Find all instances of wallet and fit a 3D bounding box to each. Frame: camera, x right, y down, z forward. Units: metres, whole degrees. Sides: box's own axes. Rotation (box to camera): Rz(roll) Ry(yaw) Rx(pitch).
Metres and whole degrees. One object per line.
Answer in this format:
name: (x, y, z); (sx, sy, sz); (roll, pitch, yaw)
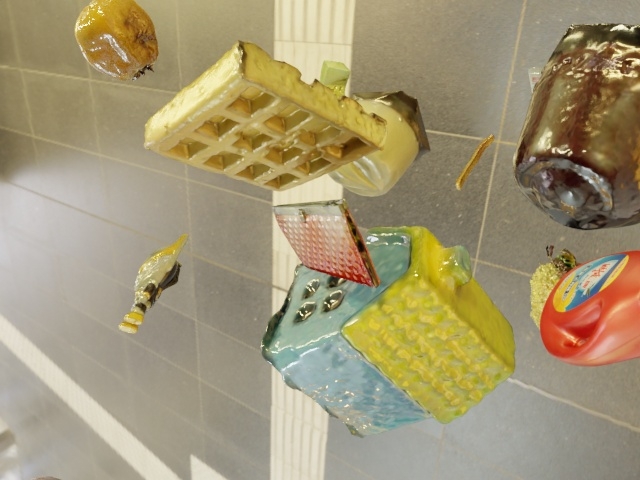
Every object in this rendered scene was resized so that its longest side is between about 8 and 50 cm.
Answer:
wallet: (0.000, 0.000, 0.592); (0.103, 0.020, 0.196); (62, 159, -16)

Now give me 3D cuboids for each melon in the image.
melon: (0.027, -0.302, 1.079); (0.118, 0.064, 0.210); (-175, 89, -80)

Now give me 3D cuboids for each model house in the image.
model house: (0.104, 0.120, 0.683); (0.303, 0.216, 0.237); (-26, 120, 40)

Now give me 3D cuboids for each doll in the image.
doll: (-0.454, 0.113, 1.331); (0.103, 0.317, 0.146); (12, 134, 1)

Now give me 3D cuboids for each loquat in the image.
loquat: (-0.335, -0.336, 0.809); (0.113, 0.137, 0.137); (-126, 39, -56)

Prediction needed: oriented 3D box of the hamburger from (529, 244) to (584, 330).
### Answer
hamburger: (0.626, 0.153, 1.268); (0.138, 0.262, 0.243); (-8, 139, 10)

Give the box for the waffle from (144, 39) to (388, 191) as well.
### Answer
waffle: (-0.070, -0.138, 0.635); (0.221, 0.247, 0.055); (-18, 67, 43)

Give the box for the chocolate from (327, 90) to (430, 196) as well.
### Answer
chocolate: (0.175, -0.298, 1.663); (0.325, 0.297, 0.314); (6, 147, 29)

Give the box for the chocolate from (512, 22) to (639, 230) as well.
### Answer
chocolate: (0.578, -0.199, 1.036); (0.383, 0.383, 0.332); (34, 92, 21)

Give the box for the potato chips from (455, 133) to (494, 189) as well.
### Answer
potato chips: (0.444, -0.226, 1.406); (0.026, 0.204, 0.037); (42, 164, -16)

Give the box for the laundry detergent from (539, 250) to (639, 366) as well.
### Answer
laundry detergent: (0.205, 0.047, 0.329); (0.049, 0.165, 0.097); (36, 89, 10)

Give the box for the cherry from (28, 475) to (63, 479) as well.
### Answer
cherry: (-0.498, 0.518, 0.838); (0.266, 0.183, 0.213); (56, 167, 3)

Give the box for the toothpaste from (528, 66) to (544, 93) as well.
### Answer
toothpaste: (0.603, -0.348, 1.282); (0.089, 0.057, 0.234); (17, 146, 42)
